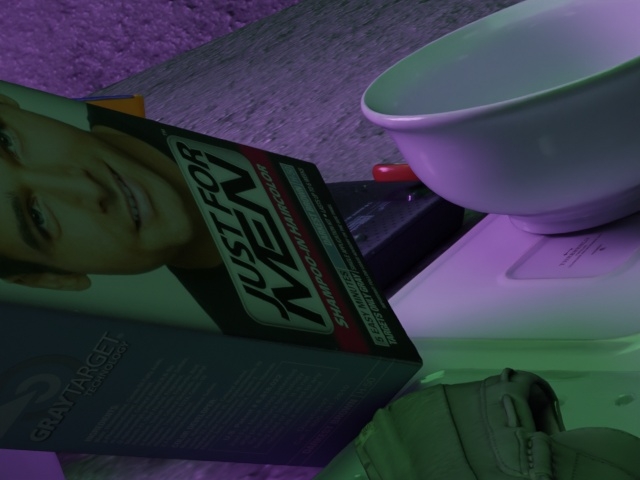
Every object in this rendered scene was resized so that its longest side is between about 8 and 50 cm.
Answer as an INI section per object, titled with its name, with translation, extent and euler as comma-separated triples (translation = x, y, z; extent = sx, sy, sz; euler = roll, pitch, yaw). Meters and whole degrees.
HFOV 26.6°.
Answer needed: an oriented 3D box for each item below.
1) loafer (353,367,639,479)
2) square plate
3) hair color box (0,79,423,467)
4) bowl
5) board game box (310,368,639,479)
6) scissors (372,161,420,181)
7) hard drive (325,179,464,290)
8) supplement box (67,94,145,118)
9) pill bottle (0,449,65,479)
[loafer]
translation = 0.092, 0.117, 0.533
extent = 0.111, 0.112, 0.319
euler = -28, 15, -2
[square plate]
translation = 0.196, 0.023, 0.964
extent = 0.344, 0.049, 0.347
euler = -4, 25, 45
[hair color box]
translation = -0.134, 0.018, 0.785
extent = 0.114, 0.374, 0.185
euler = -51, 48, 28
[bowl]
translation = 0.189, -0.095, 1.014
extent = 0.297, 0.134, 0.298
euler = -19, 18, 6
[board game box]
translation = 0.098, 0.184, 0.610
extent = 0.389, 0.050, 0.390
euler = -3, 26, 45
[scissors]
translation = 0.193, -0.067, 1.183
extent = 0.297, 0.021, 0.109
euler = 0, 6, 26
[hard drive]
translation = 0.000, 0.000, 1.253
extent = 0.254, 0.054, 0.172
euler = -1, 27, 46
[supplement box]
translation = -0.298, -0.042, 1.373
extent = 0.194, 0.195, 0.356
euler = -7, 7, -19
[pill bottle]
translation = -0.346, 0.209, 0.800
extent = 0.362, 0.210, 0.210
euler = -17, 18, 15
